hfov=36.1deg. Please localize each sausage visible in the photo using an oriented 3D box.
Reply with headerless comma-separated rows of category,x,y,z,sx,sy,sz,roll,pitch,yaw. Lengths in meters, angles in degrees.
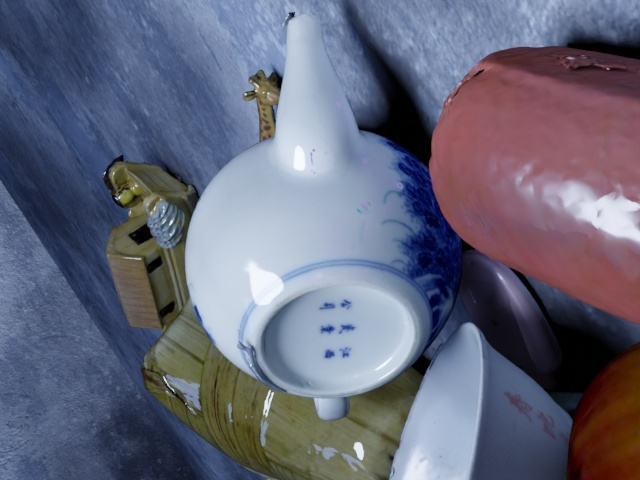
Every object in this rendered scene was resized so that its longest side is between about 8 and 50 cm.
sausage,0.184,-0.031,0.594,0.279,0.152,0.152,29,148,46

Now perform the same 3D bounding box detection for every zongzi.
zongzi,0.069,0.268,1.314,0.500,0.218,0.467,19,165,37

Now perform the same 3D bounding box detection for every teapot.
teapot,0.000,0.000,0.923,0.280,0.252,0.424,-100,5,-50

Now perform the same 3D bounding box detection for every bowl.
bowl,0.147,0.253,0.830,0.157,0.346,0.345,16,154,-1

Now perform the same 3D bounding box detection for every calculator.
calculator,0.178,0.079,0.930,0.103,0.024,0.166,7,131,61

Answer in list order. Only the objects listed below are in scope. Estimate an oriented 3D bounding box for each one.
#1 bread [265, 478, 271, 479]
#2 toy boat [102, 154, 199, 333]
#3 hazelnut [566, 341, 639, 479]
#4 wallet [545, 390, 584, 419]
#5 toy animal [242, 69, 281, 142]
bread,-0.007,0.480,1.620,0.111,0.246,0.239,3,127,48
toy boat,-0.251,0.058,1.581,0.136,0.162,0.445,37,153,30
hazelnut,0.276,0.179,0.665,0.217,0.217,0.252,91,162,-56
wallet,0.294,0.312,0.942,0.360,0.083,0.252,60,157,-3
toy animal,-0.036,-0.068,1.111,0.149,0.054,0.276,15,136,53
